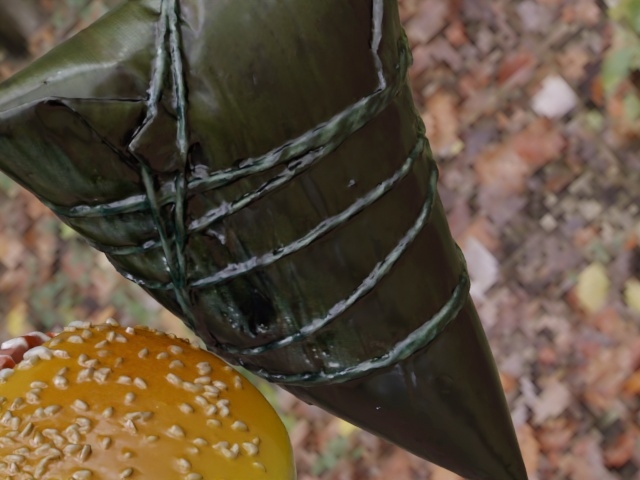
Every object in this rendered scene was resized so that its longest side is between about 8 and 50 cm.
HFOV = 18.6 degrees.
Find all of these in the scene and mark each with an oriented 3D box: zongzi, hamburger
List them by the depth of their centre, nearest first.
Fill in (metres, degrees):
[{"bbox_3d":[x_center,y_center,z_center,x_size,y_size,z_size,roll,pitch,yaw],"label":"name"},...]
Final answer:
[{"bbox_3d":[-0.140,0.165,1.103,0.227,0.151,0.295,12,32,18],"label":"hamburger"},{"bbox_3d":[0.000,0.000,1.260,0.319,0.383,0.362,-39,55,-16],"label":"zongzi"}]
